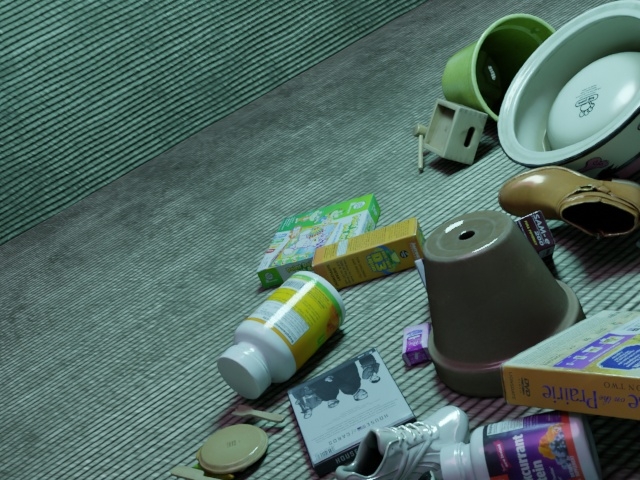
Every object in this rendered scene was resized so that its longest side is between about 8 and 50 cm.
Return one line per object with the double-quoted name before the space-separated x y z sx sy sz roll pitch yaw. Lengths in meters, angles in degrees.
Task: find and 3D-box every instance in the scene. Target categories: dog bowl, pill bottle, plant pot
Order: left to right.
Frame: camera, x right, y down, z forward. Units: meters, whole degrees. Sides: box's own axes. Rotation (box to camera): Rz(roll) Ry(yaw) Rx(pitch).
"pill bottle" -0.075 0.180 1.756 0.136 0.136 0.246 2 36 46
"plant pot" 0.274 0.081 1.508 0.263 0.229 0.263 -20 24 9
"plant pot" 0.440 -0.411 2.362 0.276 0.276 0.254 -32 14 -16
"pill bottle" 0.262 0.290 1.236 0.194 0.108 0.108 -17 25 18
"dog bowl" 0.567 -0.284 1.915 0.408 0.150 0.408 -36 34 29

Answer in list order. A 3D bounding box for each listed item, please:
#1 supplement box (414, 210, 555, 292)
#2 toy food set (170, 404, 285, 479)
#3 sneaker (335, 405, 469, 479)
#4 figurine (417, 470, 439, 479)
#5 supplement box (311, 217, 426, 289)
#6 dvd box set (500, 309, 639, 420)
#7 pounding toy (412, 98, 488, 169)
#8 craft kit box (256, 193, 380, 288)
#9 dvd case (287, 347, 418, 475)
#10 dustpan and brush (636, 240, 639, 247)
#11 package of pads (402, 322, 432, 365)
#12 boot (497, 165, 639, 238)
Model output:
"supplement box" 0.298 0.035 1.698 0.239 0.073 0.130 -23 -16 6
"toy food set" -0.149 0.359 1.593 0.132 0.038 0.192 5 32 37
"sneaker" 0.119 0.301 1.342 0.232 0.115 0.090 -36 26 -24
"figurine" 0.076 0.404 1.170 0.209 0.092 0.215 -31 3 6
"supplement box" 0.104 0.031 1.962 0.233 0.078 0.080 -19 25 16
"dvd box set" 0.493 0.160 1.207 0.420 0.062 0.308 -1 11 42
"pounding toy" 0.309 -0.250 2.312 0.094 0.181 0.206 12 13 -21
"craft kit box" 0.000 0.000 2.160 0.247 0.061 0.250 -13 27 20
"dvd case" 0.047 0.279 1.565 0.179 0.029 0.238 -26 24 -2
"dustpan and brush" 0.615 0.006 1.558 0.211 0.060 0.147 14 57 46
"package of pads" 0.170 0.181 1.645 0.050 0.032 0.083 -20 24 18
"boot" 0.448 -0.058 1.705 0.283 0.109 0.220 8 18 20
